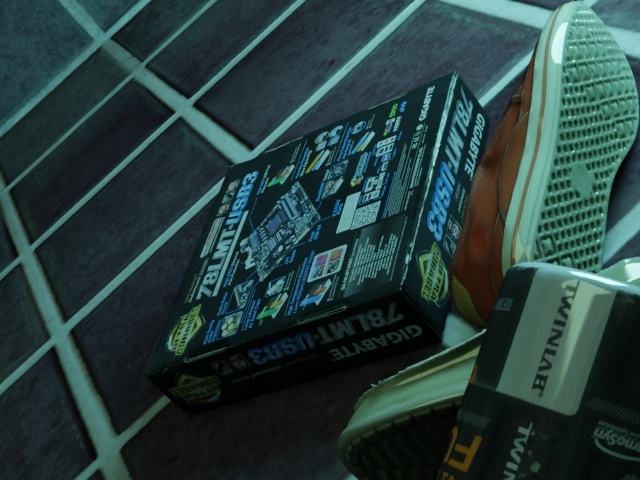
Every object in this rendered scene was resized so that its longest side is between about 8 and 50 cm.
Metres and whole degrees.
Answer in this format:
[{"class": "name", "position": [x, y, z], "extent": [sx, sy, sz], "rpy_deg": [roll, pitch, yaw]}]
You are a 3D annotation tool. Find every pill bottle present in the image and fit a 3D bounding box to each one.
[{"class": "pill bottle", "position": [0.123, 0.145, 0.612], "extent": [0.130, 0.130, 0.245], "rpy_deg": [11, 80, 57]}]

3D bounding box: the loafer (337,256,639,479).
[{"class": "loafer", "position": [0.137, 0.092, 0.758], "extent": [0.268, 0.102, 0.092], "rpy_deg": [-22, 31, 15]}]

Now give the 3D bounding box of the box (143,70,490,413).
[{"class": "box", "position": [0.000, 0.000, 1.080], "extent": [0.293, 0.073, 0.295], "rpy_deg": [-22, 34, 34]}]

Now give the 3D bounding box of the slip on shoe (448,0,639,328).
[{"class": "slip on shoe", "position": [0.175, -0.067, 0.916], "extent": [0.101, 0.123, 0.331], "rpy_deg": [-18, 40, 43]}]
